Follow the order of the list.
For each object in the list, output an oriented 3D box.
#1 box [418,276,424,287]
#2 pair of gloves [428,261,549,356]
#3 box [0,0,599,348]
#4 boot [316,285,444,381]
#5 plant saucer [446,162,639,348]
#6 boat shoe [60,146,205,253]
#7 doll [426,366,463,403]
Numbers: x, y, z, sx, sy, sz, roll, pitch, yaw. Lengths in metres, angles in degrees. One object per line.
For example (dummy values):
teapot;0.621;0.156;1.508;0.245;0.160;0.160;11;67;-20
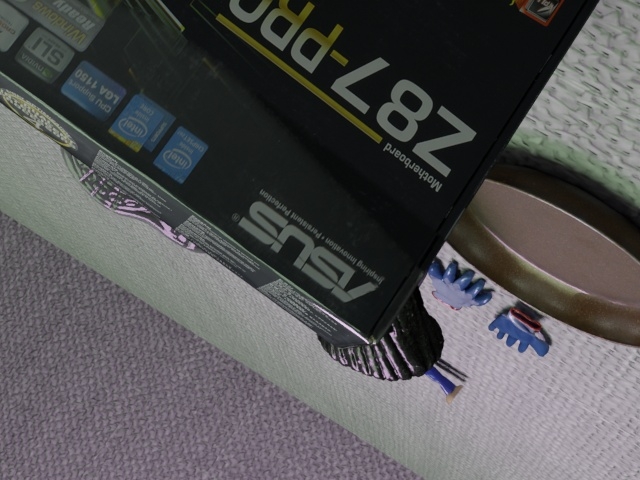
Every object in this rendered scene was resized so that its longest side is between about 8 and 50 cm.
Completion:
box;0.109;0.007;1.519;0.063;0.067;0.324;32;164;10
pair of gloves;0.231;0.095;1.618;0.198;0.023;0.159;32;166;8
box;-0.045;-0.164;0.817;0.395;0.318;0.097;37;165;-9
boot;-0.003;0.003;1.421;0.348;0.131;0.260;45;166;43
plant saucer;0.252;0.010;1.253;0.311;0.050;0.310;33;166;10
boat shoe;-0.280;-0.098;1.916;0.320;0.118;0.103;32;-155;-26
doll;0.165;0.212;2.079;0.189;0.046;0.129;38;175;10
